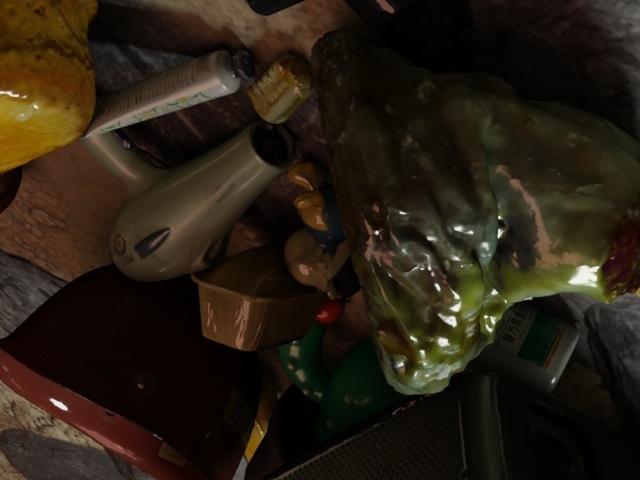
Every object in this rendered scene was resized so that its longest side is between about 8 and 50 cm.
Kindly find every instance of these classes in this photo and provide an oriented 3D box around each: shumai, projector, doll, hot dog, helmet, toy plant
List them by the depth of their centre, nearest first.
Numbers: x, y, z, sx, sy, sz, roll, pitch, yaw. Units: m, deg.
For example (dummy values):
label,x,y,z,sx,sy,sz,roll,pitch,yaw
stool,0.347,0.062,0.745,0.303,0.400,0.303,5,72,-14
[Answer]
label,x,y,z,sx,sy,sz,roll,pitch,yaw
shumai,0.144,-0.045,1.071,0.264,0.304,0.309,-11,155,3
doll,0.000,0.000,1.321,0.089,0.102,0.179,-21,131,6
projector,0.152,0.359,1.346,0.395,0.242,0.405,27,134,-35
toy plant,0.031,0.219,1.518,0.279,0.185,0.400,57,145,16
helmet,-0.205,0.141,1.547,0.338,0.230,0.385,25,159,22
hot dog,-0.075,0.266,1.781,0.088,0.061,0.286,16,144,19

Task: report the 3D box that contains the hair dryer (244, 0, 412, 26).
label,x,y,z,sx,sy,sz,roll,pitch,yaw
hair dryer,-0.013,-0.225,1.043,0.124,0.071,0.219,46,155,-18

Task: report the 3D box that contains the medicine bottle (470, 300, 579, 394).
label,x,y,z,sx,sy,sz,roll,pitch,yaw
medicine bottle,0.186,0.096,1.289,0.130,0.080,0.080,27,149,9

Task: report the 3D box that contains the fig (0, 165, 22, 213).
label,x,y,z,sx,sy,sz,roll,pitch,yaw
fig,-0.467,-0.062,1.529,0.175,0.207,0.175,25,159,10

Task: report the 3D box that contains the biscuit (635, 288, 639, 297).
label,x,y,z,sx,sy,sz,roll,pitch,yaw
biscuit,0.385,0.081,1.139,0.160,0.030,0.249,-12,128,50

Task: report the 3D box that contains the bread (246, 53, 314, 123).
label,x,y,z,sx,sy,sz,roll,pitch,yaw
bread,-0.035,-0.143,1.196,0.049,0.034,0.088,48,144,1

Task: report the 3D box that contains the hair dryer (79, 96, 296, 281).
label,x,y,z,sx,sy,sz,roll,pitch,yaw
hair dryer,-0.159,-0.095,1.334,0.296,0.119,0.298,-8,119,39

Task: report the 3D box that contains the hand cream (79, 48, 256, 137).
label,x,y,z,sx,sy,sz,roll,pitch,yaw
hand cream,-0.150,-0.143,1.246,0.195,0.067,0.042,-15,132,29

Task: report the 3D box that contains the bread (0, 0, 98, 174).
label,x,y,z,sx,sy,sz,roll,pitch,yaw
bread,-0.358,-0.163,1.213,0.312,0.312,0.172,-33,67,57

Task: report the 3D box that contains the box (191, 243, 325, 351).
label,x,y,z,sx,sy,sz,roll,pitch,yaw
box,-0.062,0.056,1.383,0.111,0.177,0.111,3,95,30
